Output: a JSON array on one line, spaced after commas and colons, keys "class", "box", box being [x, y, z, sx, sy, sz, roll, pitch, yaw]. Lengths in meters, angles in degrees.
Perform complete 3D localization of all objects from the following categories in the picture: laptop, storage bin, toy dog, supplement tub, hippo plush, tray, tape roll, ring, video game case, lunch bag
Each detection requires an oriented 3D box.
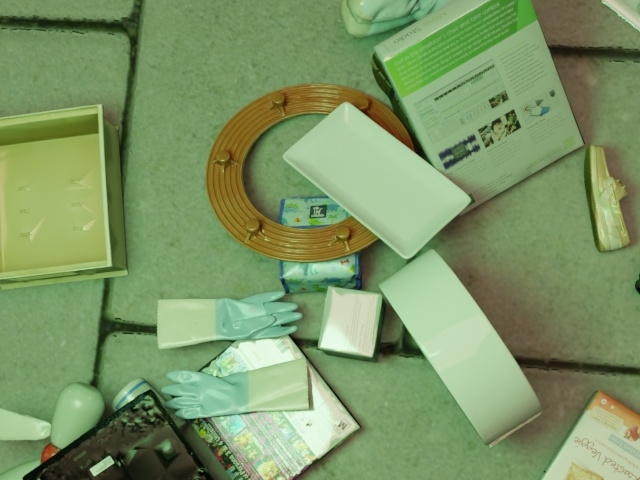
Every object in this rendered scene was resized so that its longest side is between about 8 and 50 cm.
[{"class": "laptop", "box": [-0.267, 0.391, 1.703, 0.234, 0.136, 0.264, -35, 87, -1]}, {"class": "storage bin", "box": [-0.456, -0.064, 1.829, 0.261, 0.123, 0.262, -7, 80, 6]}, {"class": "toy dog", "box": [-0.451, 0.352, 1.748, 0.334, 0.220, 0.161, -41, 40, -5]}, {"class": "supplement tub", "box": [-0.271, 0.275, 1.776, 0.107, 0.071, 0.071, 42, 88, 11]}, {"class": "hippo plush", "box": [0.189, -0.355, 1.787, 0.236, 0.234, 0.294, 51, 47, -5]}, {"class": "tray", "box": [0.084, -0.090, 1.715, 0.145, 0.030, 0.270, -41, 65, -18]}, {"class": "tape roll", "box": [0.201, 0.154, 1.631, 0.100, 0.286, 0.286, -34, 78, 0]}, {"class": "ring", "box": [-0.016, -0.117, 1.775, 0.337, 0.032, 0.336, -2, 61, 5]}, {"class": "video game case", "box": [-0.087, 0.267, 1.769, 0.210, 0.042, 0.232, -39, 78, -1]}, {"class": "lunch bag", "box": [0.000, 0.000, 1.781, 0.129, 0.096, 0.151, -2, 67, 5]}]

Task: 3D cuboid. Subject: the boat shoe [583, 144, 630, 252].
[{"class": "boat shoe", "box": [0.448, -0.068, 1.753, 0.059, 0.063, 0.170, -7, 89, 3]}]

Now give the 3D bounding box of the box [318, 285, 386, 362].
[{"class": "box", "box": [0.050, 0.131, 1.745, 0.087, 0.101, 0.101, 7, 80, 8]}]

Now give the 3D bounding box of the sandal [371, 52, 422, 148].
[{"class": "sandal", "box": [0.140, -0.233, 1.819, 0.049, 0.072, 0.180, -22, 73, -19]}]

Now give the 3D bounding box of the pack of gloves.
[{"class": "pack of gloves", "box": [-0.136, 0.181, 1.757, 0.232, 0.046, 0.195, -5, 68, 3]}]

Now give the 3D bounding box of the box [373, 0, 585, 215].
[{"class": "box", "box": [0.245, -0.215, 1.692, 0.232, 0.322, 0.058, -30, 38, 1]}]

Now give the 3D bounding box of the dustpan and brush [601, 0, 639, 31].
[{"class": "dustpan and brush", "box": [0.570, -0.430, 1.794, 0.147, 0.060, 0.211, 41, 88, 11]}]

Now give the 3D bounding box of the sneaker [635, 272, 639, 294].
[{"class": "sneaker", "box": [0.605, 0.106, 1.685, 0.296, 0.104, 0.147, 38, 89, 17]}]

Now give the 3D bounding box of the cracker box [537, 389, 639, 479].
[{"class": "cracker box", "box": [0.418, 0.362, 1.679, 0.156, 0.067, 0.232, 32, 86, 11]}]
